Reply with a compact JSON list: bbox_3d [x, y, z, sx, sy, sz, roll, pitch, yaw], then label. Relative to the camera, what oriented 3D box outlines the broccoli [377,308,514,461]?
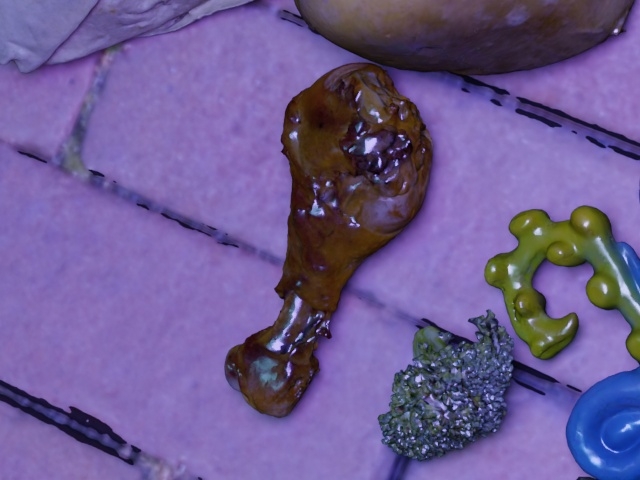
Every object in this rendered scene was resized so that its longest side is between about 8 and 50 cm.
[{"bbox_3d":[0.084,0.099,1.328,0.095,0.097,0.092,-9,37,-4],"label":"broccoli"}]

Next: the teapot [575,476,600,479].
[{"bbox_3d":[0.307,0.271,1.157,0.337,0.200,0.270,4,127,4],"label":"teapot"}]

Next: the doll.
[{"bbox_3d":[0.286,0.028,1.248,0.346,0.099,0.341,-26,75,16],"label":"doll"}]

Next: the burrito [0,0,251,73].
[{"bbox_3d":[-0.078,-0.214,1.391,0.392,0.076,0.117,-21,118,18],"label":"burrito"}]

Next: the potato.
[{"bbox_3d":[0.094,-0.175,1.290,0.243,0.138,0.098,-6,68,10],"label":"potato"}]

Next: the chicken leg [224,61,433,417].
[{"bbox_3d":[0.003,0.001,1.357,0.107,0.087,0.251,27,100,39],"label":"chicken leg"}]
